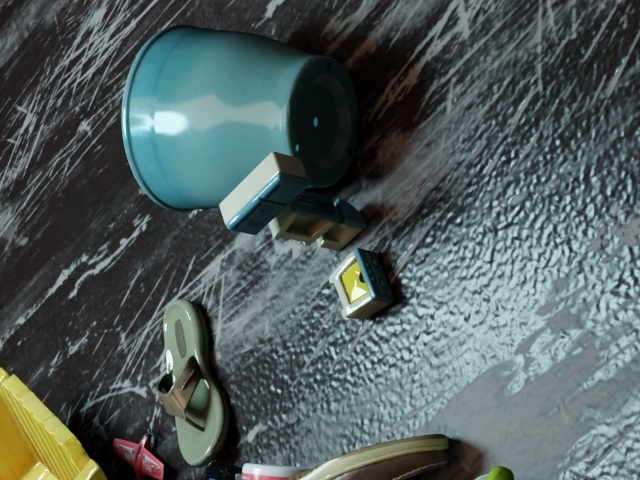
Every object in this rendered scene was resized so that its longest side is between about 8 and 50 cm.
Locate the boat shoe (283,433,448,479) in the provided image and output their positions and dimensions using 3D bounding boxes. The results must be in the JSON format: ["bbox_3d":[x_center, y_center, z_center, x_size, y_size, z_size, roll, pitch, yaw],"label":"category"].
[{"bbox_3d":[0.018,0.346,1.810,0.342,0.123,0.123,-24,78,11],"label":"boat shoe"}]

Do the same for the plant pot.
[{"bbox_3d":[-0.096,-0.171,2.014,0.255,0.271,0.272,4,83,34],"label":"plant pot"}]

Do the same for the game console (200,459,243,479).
[{"bbox_3d":[-0.128,0.392,2.041,0.071,0.107,0.122,-119,51,-72],"label":"game console"}]

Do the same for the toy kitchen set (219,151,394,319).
[{"bbox_3d":[0.000,0.000,1.890,0.122,0.207,0.166,-43,52,33],"label":"toy kitchen set"}]

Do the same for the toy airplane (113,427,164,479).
[{"bbox_3d":[-0.284,0.367,2.246,0.151,0.028,0.151,-15,69,46],"label":"toy airplane"}]

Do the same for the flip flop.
[{"bbox_3d":[-0.208,0.213,2.162,0.112,0.080,0.277,-35,57,37],"label":"flip flop"}]

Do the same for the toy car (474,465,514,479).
[{"bbox_3d":[0.216,0.353,1.633,0.136,0.159,0.182,10,87,14],"label":"toy car"}]

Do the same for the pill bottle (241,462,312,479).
[{"bbox_3d":[-0.060,0.395,1.934,0.108,0.108,0.180,-3,79,47],"label":"pill bottle"}]

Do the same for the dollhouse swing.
[{"bbox_3d":[-0.501,0.449,2.238,0.305,0.315,0.347,-34,40,-20],"label":"dollhouse swing"}]
